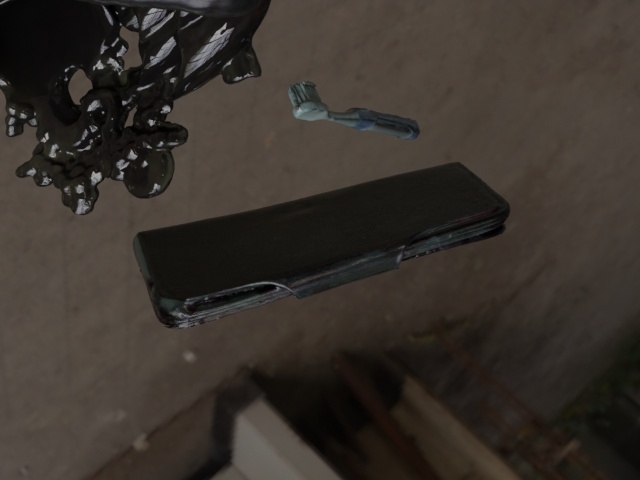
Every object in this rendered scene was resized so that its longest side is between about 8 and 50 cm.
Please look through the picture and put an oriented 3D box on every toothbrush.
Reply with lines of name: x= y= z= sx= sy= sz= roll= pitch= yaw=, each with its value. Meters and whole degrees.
toothbrush: x=0.024 y=-0.076 z=0.830 sx=0.016 sy=0.019 sz=0.219 roll=-25 pitch=172 yaw=19

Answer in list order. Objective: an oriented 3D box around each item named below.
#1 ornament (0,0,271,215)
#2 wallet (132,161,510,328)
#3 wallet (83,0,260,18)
ornament: x=-0.111 y=-0.163 z=0.786 sx=0.251 sy=0.260 sz=0.106 roll=-26 pitch=164 yaw=20
wallet: x=0.000 y=0.000 z=1.194 sx=0.318 sy=0.172 sz=0.045 roll=-15 pitch=112 yaw=-10
wallet: x=-0.077 y=-0.224 z=0.416 sx=0.170 sy=0.044 sz=0.321 roll=3 pitch=123 yaw=-14
